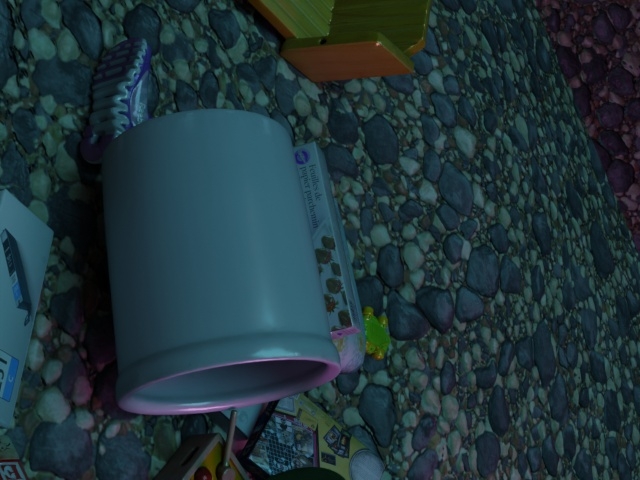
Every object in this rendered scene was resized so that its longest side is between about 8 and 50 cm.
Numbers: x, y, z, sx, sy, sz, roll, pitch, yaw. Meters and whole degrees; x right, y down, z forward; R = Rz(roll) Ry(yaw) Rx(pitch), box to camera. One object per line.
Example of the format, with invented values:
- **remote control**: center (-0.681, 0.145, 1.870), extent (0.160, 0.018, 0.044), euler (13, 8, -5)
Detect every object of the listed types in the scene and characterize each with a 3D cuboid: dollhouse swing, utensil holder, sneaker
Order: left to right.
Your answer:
- **sneaker**: center (-0.314, -0.216, 1.583), extent (0.104, 0.095, 0.236), euler (33, 59, -49)
- **utensil holder**: center (-0.163, 0.038, 1.466), extent (0.327, 0.327, 0.385), euler (11, 62, -49)
- **dollhouse swing**: center (0.037, -0.558, 1.976), extent (0.305, 0.315, 0.347), euler (56, 38, -54)

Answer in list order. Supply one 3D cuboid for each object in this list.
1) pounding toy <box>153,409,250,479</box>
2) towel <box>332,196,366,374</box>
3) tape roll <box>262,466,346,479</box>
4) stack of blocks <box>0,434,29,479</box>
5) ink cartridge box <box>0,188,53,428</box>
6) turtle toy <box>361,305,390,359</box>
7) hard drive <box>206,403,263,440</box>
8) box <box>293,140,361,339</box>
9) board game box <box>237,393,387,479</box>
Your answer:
- **pounding toy**: center (-0.174, 0.367, 1.549), extent (0.130, 0.100, 0.141), euler (61, 41, -18)
- **towel**: center (-0.022, 0.048, 1.757), extent (0.320, 0.090, 0.374), euler (32, 43, -67)
- **tape roll**: center (-0.072, 0.482, 1.460), extent (0.077, 0.321, 0.321), euler (58, 41, -20)
- **stack of blocks**: center (-0.482, 0.318, 1.128), extent (0.297, 0.087, 0.171), euler (12, 29, -48)
- **ink cartridge box**: center (-0.461, 0.066, 1.246), extent (0.261, 0.066, 0.296), euler (57, 34, -61)
- **turtle toy**: center (0.098, 0.197, 1.967), extent (0.130, 0.066, 0.095), euler (35, 53, -40)
- **hard drive**: center (-0.142, 0.165, 1.705), extent (0.203, 0.040, 0.307), euler (49, 44, -29)
- **box**: center (0.000, 0.000, 1.589), extent (0.067, 0.063, 0.324), euler (43, 34, -71)
- **board game box**: center (-0.011, 0.385, 1.677), extent (0.243, 0.042, 0.165), euler (42, 50, -13)
